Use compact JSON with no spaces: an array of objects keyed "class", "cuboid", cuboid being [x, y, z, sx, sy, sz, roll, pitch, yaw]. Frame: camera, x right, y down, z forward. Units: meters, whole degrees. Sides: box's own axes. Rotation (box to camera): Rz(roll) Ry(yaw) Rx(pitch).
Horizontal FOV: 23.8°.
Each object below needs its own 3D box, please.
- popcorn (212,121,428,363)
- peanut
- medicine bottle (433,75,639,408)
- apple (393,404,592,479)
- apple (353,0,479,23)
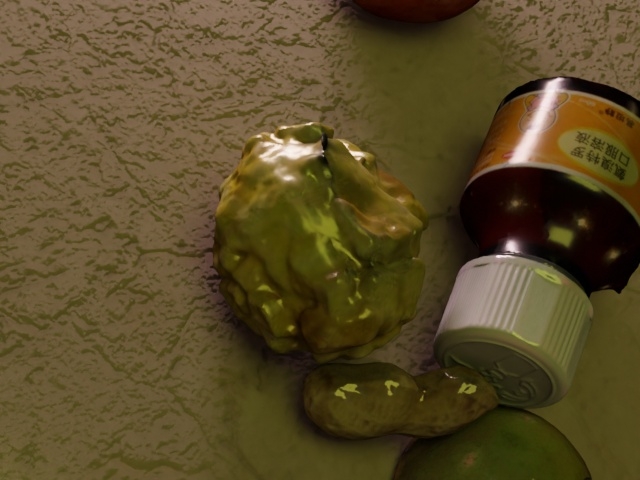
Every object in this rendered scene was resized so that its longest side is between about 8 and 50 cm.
[{"class":"popcorn","cuboid":[0.000,0.000,1.746,0.252,0.215,0.286,-26,77,-25]},{"class":"peanut","cuboid":[0.091,0.184,1.747,0.228,0.104,0.085,3,55,-7]},{"class":"medicine bottle","cuboid":[0.280,0.009,1.853,0.242,0.242,0.395,27,59,-12]},{"class":"apple","cuboid":[0.196,0.275,1.772,0.265,0.120,0.193,-30,72,-35]},{"class":"apple","cuboid":[0.136,-0.417,1.999,0.272,0.206,0.251,-29,85,-33]}]
